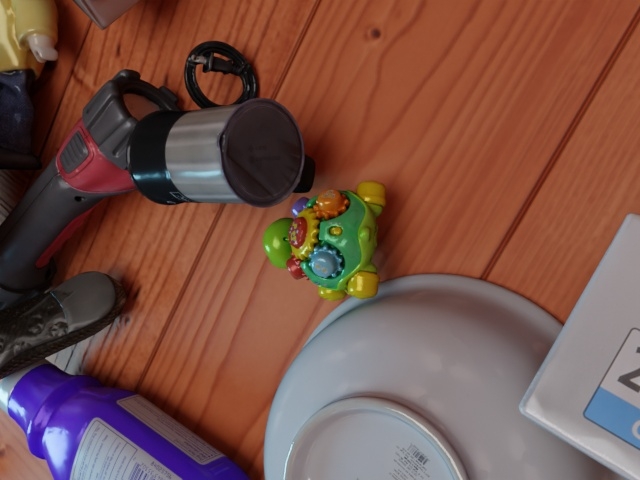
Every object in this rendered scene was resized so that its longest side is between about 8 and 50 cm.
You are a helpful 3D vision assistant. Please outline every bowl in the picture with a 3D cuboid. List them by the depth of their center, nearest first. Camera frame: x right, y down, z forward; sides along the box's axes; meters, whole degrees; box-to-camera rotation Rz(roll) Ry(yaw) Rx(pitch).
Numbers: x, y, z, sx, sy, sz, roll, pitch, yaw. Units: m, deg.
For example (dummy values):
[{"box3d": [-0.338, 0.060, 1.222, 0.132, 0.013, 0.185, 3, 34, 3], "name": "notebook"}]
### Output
[{"box3d": [0.066, 0.175, 0.552, 0.298, 0.134, 0.298, 1, 92, 29], "name": "bowl"}]

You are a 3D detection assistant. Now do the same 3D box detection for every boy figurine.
[{"box3d": [-0.343, -0.217, 0.800, 0.177, 0.092, 0.285, 8, 98, 34], "name": "boy figurine"}]

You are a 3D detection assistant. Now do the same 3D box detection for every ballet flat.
[{"box3d": [-0.314, 0.099, 0.759, 0.250, 0.058, 0.084, -24, 76, -2], "name": "ballet flat"}]

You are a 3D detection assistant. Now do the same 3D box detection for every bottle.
[{"box3d": [-0.199, 0.207, 0.724, 0.283, 0.092, 0.118, 26, 106, 27], "name": "bottle"}]

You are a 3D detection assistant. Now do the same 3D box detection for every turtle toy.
[{"box3d": [0.000, 0.000, 0.612, 0.130, 0.066, 0.095, -12, 70, 60], "name": "turtle toy"}]

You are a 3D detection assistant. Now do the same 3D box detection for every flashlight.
[{"box3d": [-0.250, -0.033, 0.751, 0.103, 0.103, 0.304, 38, 119, -17], "name": "flashlight"}]

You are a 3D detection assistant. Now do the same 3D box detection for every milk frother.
[{"box3d": [-0.074, -0.101, 0.622, 0.134, 0.129, 0.143, 4, 100, 45], "name": "milk frother"}]

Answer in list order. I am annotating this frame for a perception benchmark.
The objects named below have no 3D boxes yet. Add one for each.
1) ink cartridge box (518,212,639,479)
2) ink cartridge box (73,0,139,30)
[{"box3d": [0.304, 0.061, 0.405, 0.296, 0.066, 0.261, 29, 86, 25], "name": "ink cartridge box"}, {"box3d": [-0.223, -0.346, 0.655, 0.171, 0.168, 0.232, -43, 69, -7], "name": "ink cartridge box"}]
